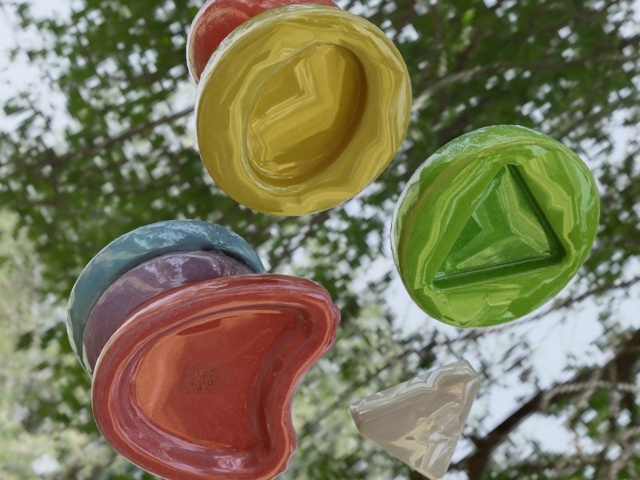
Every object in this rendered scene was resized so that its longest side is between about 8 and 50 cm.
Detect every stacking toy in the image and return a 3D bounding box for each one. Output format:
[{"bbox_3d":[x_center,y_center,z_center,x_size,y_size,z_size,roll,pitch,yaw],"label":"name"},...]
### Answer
[{"bbox_3d":[0.000,0.000,0.840,0.309,0.279,0.130,-63,-149,21],"label":"stacking toy"}]
